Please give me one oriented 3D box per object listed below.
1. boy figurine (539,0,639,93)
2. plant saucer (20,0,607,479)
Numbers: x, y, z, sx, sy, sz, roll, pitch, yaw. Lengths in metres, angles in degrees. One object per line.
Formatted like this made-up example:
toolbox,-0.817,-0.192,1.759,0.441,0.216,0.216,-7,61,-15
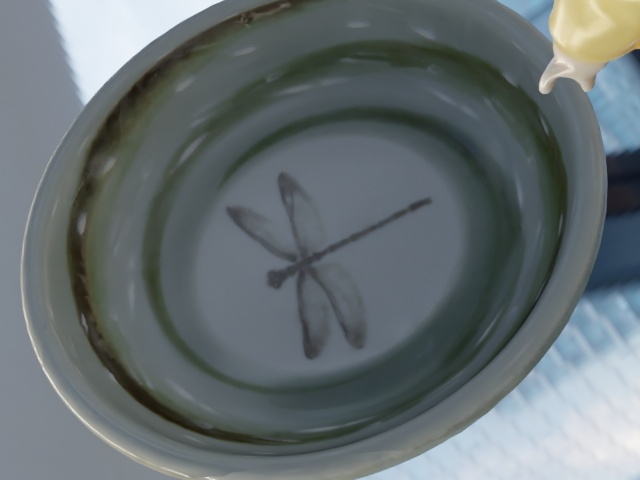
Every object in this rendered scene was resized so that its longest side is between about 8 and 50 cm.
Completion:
boy figurine,0.167,-0.092,0.734,0.092,0.177,0.285,-72,-29,-61
plant saucer,0.000,0.000,1.308,0.400,0.400,0.100,65,-178,36
